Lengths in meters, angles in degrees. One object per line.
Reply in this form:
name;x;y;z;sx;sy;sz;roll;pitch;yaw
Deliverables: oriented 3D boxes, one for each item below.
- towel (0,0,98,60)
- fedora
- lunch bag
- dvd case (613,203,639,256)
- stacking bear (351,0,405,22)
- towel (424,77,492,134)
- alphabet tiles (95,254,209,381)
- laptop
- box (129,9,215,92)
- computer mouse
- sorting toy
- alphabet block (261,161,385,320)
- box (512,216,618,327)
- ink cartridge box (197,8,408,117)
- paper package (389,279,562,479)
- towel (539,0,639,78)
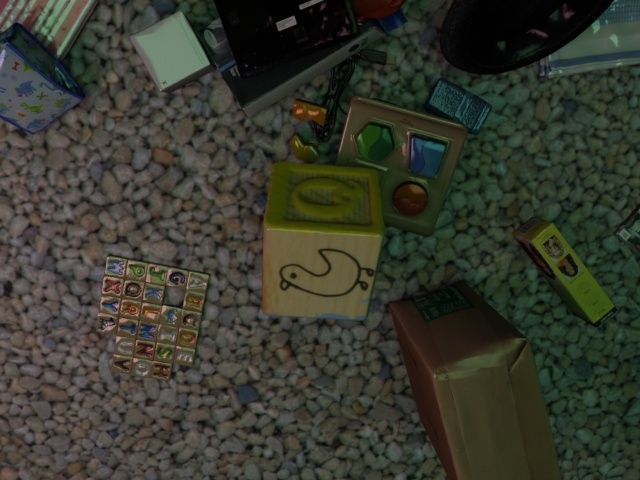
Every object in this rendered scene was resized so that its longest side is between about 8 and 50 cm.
towel;-0.502;-0.416;0.948;0.197;0.029;0.144;35;98;-13
fedora;0.329;-0.430;0.896;0.333;0.334;0.153;-13;68;-1
lunch bag;-0.501;-0.264;0.934;0.128;0.096;0.151;-28;132;16
dvd case;0.667;-0.034;1.119;0.087;0.013;0.119;37;96;-10
stacking bear;0.087;-0.495;0.867;0.175;0.164;0.289;-2;83;39
towel;0.257;-0.251;1.035;0.119;0.029;0.067;26;99;-10
alphabet tiles;-0.338;0.160;1.090;0.198;0.009;0.237;11;100;-7
laptop;-0.048;-0.424;0.865;0.234;0.136;0.264;-7;109;36
box;-0.252;-0.322;0.953;0.102;0.087;0.101;-27;103;2
computer mouse;0.127;-0.243;1.015;0.261;0.060;0.184;16;105;4
sorting toy;0.084;-0.140;0.998;0.307;0.041;0.229;17;119;5
alphabet block;0.000;0.000;0.951;0.192;0.193;0.197;2;130;-3
box;0.482;0.062;1.090;0.058;0.087;0.232;-41;101;3
ink cartridge box;-0.029;-0.370;0.952;0.332;0.065;0.165;-31;84;2
paper package;0.266;0.268;0.994;0.168;0.325;0.310;-16;103;0
towel;0.500;-0.452;1.009;0.209;0.034;0.285;-7;102;-3
